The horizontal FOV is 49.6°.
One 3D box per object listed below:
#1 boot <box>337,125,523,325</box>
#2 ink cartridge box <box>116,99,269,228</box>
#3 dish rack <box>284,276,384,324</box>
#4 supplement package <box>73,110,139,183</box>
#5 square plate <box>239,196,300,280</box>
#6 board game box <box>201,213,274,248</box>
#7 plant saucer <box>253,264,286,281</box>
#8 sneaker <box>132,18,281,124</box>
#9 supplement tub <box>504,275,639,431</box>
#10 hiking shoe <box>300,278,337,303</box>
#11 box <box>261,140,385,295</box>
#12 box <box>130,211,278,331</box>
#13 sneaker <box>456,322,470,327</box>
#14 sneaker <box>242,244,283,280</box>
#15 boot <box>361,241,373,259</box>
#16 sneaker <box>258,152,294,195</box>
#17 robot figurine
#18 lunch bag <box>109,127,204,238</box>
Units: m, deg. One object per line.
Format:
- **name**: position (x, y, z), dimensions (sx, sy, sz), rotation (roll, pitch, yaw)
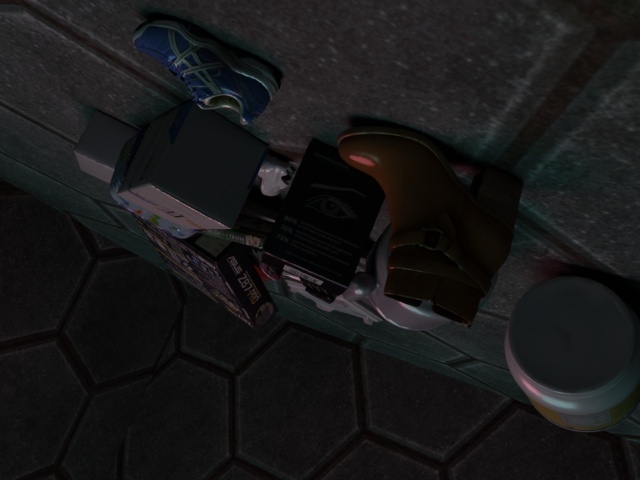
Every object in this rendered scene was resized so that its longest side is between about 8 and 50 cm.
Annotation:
- **boot**: position (0.124, -0.023, 0.970), dimensions (0.283, 0.220, 0.109), rotation (23, 168, 1)
- **ink cartridge box**: position (-0.242, -0.129, 1.287), dimensions (0.168, 0.171, 0.232), rotation (30, 166, -27)
- **dish rack**: position (0.048, 0.195, 2.342), dimensions (0.332, 0.072, 0.285), rotation (12, 164, 44)
- **supplement package**: position (-0.473, -0.199, 1.550), dimensions (0.105, 0.105, 0.179), rotation (27, 167, -11)
- **square plate**: position (-0.167, -0.023, 1.763), dimensions (0.343, 0.049, 0.347), rotation (22, 157, 4)
- **board game box**: position (-0.211, -0.036, 1.577), dimensions (0.259, 0.030, 0.136), rotation (14, -160, 21)
- **plant saucer**: position (-0.193, 0.056, 2.030), dimensions (0.258, 0.048, 0.259), rotation (-14, 148, 32)
- **sneaker**: position (-0.163, -0.231, 0.940), dimensions (0.211, 0.081, 0.080), rotation (24, 169, 2)
- **supplement tub**: position (0.476, 0.215, 1.289), dimensions (0.240, 0.241, 0.331), rotation (16, 165, 30)
- **hiking shoe**: position (0.000, 0.000, 1.541), dimensions (0.113, 0.132, 0.304), rotation (22, 145, 27)
- **box**: position (0.009, -0.035, 1.155), dimensions (0.153, 0.207, 0.108), rotation (24, 167, -2)
- **box**: position (-0.313, 0.042, 1.810), dimensions (0.394, 0.097, 0.318), rotation (29, 154, 35)
- **sneaker**: position (0.323, 0.159, 1.693), dimensions (0.098, 0.083, 0.224), rotation (23, 169, 22)
- **sneaker**: position (-0.160, 0.028, 1.736), dimensions (0.077, 0.072, 0.178), rotation (4, 140, 54)
- **boot**: position (0.128, 0.029, 1.578), dimensions (0.099, 0.045, 0.121), rotation (19, 172, 21)
- **sneaker**: position (-0.082, -0.117, 1.329), dimensions (0.061, 0.054, 0.152), rotation (19, 166, 7)
- **robot figurine**: position (0.185, 0.051, 1.214), dimensions (0.299, 0.200, 0.353), rotation (-10, 169, -7)
- **lunch bag**: position (-0.324, -0.122, 1.461), dimensions (0.090, 0.176, 0.219), rotation (-21, 137, 40)
